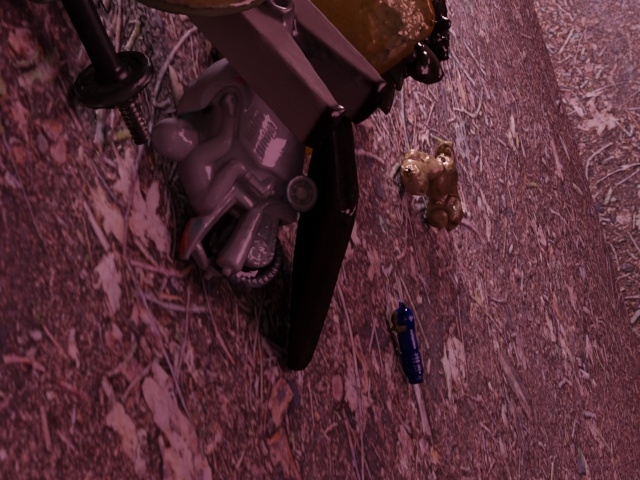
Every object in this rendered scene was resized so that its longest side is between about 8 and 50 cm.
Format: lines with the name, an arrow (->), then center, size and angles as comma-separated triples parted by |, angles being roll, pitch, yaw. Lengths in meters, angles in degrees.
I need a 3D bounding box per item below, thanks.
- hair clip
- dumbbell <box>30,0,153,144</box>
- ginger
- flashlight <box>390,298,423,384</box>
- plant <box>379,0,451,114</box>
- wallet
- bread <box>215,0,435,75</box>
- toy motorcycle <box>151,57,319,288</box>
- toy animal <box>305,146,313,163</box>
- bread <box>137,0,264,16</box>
hair clip -> -0.074, -0.239, 1.359 | 0.101, 0.085, 0.331 | -34, 79, -34
dumbbell -> -0.206, -0.190, 1.206 | 0.110, 0.110, 0.254 | -80, 155, -47
ginger -> 0.189, -0.083, 2.201 | 0.259, 0.065, 0.149 | -21, 99, -71
flashlight -> 0.121, 0.145, 1.921 | 0.057, 0.035, 0.121 | -147, -134, -84
plant -> 0.088, -0.310, 1.925 | 0.320, 0.182, 0.194 | -72, 143, -62
wallet -> 0.000, 0.000, 1.478 | 0.309, 0.042, 0.165 | 104, -10, -52
bread -> 0.001, -0.243, 1.549 | 0.174, 0.245, 0.121 | 49, 26, -13
toy motorcycle -> -0.094, -0.087, 1.392 | 0.171, 0.110, 0.260 | 15, 77, -23
toy animal -> -0.028, -0.155, 1.681 | 0.082, 0.091, 0.114 | 131, -38, -81
bread -> -0.136, -0.316, 1.311 | 0.040, 0.267, 0.267 | 118, -23, -53
